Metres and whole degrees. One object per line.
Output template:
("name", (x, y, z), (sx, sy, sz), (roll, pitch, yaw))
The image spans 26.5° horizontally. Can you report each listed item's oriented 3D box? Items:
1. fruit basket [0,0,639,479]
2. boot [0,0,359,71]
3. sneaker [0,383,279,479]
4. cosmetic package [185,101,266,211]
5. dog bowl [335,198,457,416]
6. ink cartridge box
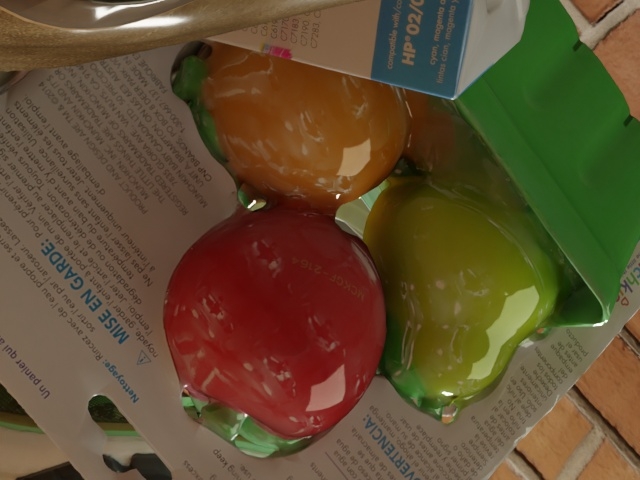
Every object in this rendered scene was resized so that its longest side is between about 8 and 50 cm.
("fruit basket", (0.000, 0.000, 0.722), (0.353, 0.327, 0.165), (-43, -165, -16))
("boot", (0.001, -0.119, 0.445), (0.305, 0.112, 0.115), (-17, 178, -34))
("sneaker", (-0.141, 0.114, 0.849), (0.182, 0.410, 0.158), (-74, 169, -49))
("cosmetic package", (-0.118, -0.018, 0.859), (0.127, 0.107, 0.238), (-26, -178, 12))
("dog bowl", (-0.008, 0.013, 1.153), (0.102, 0.348, 0.349), (-56, -177, -12))
("ink cartridge box", (-0.008, -0.121, 0.579), (0.104, 0.181, 0.062), (-43, 145, -59))
